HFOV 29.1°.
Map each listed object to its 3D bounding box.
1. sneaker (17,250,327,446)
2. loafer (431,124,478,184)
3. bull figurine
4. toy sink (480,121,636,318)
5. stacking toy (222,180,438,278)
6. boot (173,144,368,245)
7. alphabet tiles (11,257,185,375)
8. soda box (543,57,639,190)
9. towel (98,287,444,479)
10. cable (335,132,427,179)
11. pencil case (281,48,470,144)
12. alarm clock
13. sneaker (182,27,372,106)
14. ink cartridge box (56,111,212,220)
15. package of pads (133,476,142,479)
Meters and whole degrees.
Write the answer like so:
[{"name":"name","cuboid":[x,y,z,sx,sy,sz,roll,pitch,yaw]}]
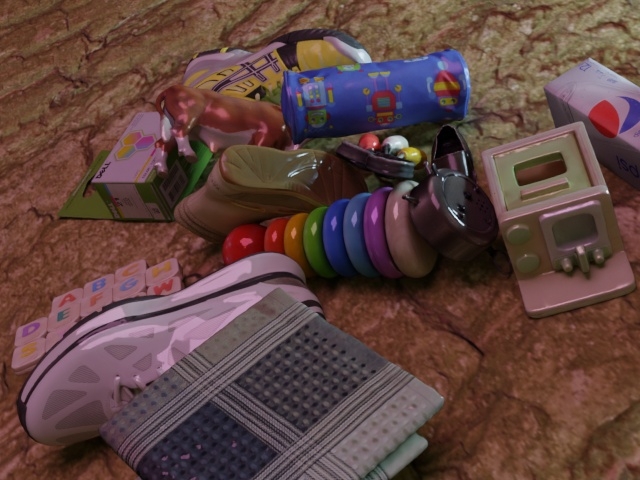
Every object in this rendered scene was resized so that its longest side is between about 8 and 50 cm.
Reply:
[{"name":"sneaker","cuboid":[-0.187,0.193,1.661,0.448,0.169,0.257,-27,38,-6]},{"name":"loafer","cuboid":[0.195,-0.093,1.850,0.080,0.078,0.220,-18,40,9]},{"name":"bull figurine","cuboid":[-0.128,-0.172,2.039,0.310,0.101,0.188,11,55,4]},{"name":"toy sink","cuboid":[0.320,-0.033,1.677,0.153,0.131,0.234,-16,41,11]},{"name":"stacking toy","cuboid":[0.000,0.000,1.815,0.330,0.141,0.141,-7,43,26]},{"name":"boot","cuboid":[-0.077,-0.059,1.925,0.203,0.262,0.095,-39,52,50]},{"name":"alphabet tiles","cuboid":[-0.341,0.115,1.890,0.284,0.021,0.278,-25,24,2]},{"name":"soda box","cuboid":[0.446,-0.155,1.774,0.091,0.098,0.286,-33,41,-9]},{"name":"towel","cuboid":[-0.057,0.223,1.497,0.324,0.056,0.312,-38,50,-27]},{"name":"cable","cuboid":[0.088,-0.134,1.829,0.140,0.287,0.072,19,93,5]},{"name":"pencil case","cuboid":[0.087,-0.232,1.964,0.306,0.119,0.133,-9,24,-6]},{"name":"alarm clock","cuboid":[0.201,-0.025,1.706,0.064,0.192,0.129,-37,11,36]},{"name":"sneaker","cuboid":[-0.081,-0.262,2.154,0.385,0.145,0.147,-9,51,33]},{"name":"ink cartridge box","cuboid":[-0.341,-0.131,2.156,0.255,0.097,0.188,2,46,28]},{"name":"package of pads","cuboid":[-0.148,0.388,1.480,0.229,0.101,0.296,-42,42,-20]}]
